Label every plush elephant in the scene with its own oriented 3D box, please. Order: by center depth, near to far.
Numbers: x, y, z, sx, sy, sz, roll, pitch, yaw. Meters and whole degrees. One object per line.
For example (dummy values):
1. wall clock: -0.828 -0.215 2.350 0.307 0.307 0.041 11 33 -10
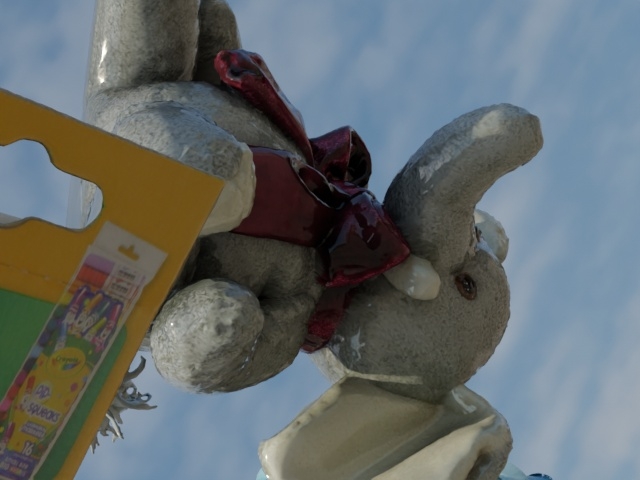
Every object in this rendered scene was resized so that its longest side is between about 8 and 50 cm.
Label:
1. plush elephant: 0.000 0.000 1.025 0.255 0.272 0.330 6 -51 -12

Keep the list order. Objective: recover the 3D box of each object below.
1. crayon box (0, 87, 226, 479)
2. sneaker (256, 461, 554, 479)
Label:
1. crayon box: -0.186 0.084 0.671 0.203 0.083 0.323 22 -83 -55
2. sneaker: 0.080 0.205 1.437 0.208 0.127 0.319 -33 -35 -9
